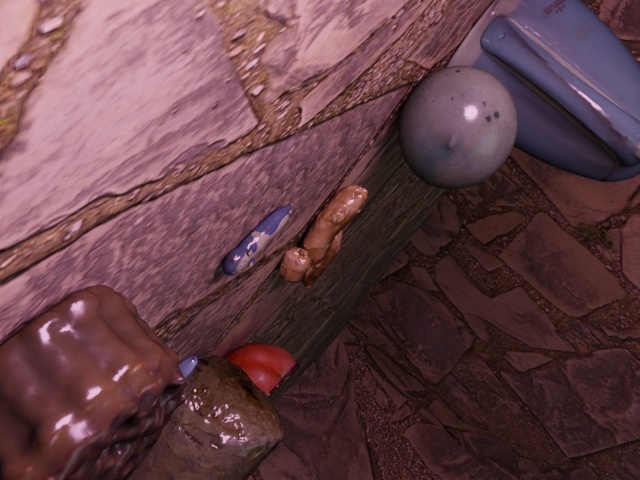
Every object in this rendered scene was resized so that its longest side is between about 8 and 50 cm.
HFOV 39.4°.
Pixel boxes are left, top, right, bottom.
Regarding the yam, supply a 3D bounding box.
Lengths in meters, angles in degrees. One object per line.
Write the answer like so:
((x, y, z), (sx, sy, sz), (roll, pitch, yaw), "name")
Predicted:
((-0.206, 0.334, 1.374), (0.300, 0.195, 0.195), (-50, 172, 12), "yam")

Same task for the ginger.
((0.007, -0.006, 1.414), (0.214, 0.059, 0.133), (-53, 163, 17), "ginger")

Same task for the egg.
((0.199, -0.162, 1.306), (0.169, 0.169, 0.236), (-47, 170, -14), "egg")

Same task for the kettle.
((0.380, -0.225, 1.381), (0.247, 0.342, 0.319), (-51, 171, 17), "kettle")

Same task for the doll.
((-0.074, -0.002, 1.088), (0.125, 0.027, 0.037), (-45, 164, -26), "doll")

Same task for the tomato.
((-0.150, 0.263, 1.609), (0.199, 0.112, 0.228), (-44, 175, 18), "tomato")

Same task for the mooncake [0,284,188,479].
((-0.210, 0.152, 0.733), (0.228, 0.124, 0.228), (-48, 170, -11), "mooncake")

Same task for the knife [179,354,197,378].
((-0.245, 0.224, 1.099), (0.313, 0.019, 0.044), (-42, -167, 26), "knife")
